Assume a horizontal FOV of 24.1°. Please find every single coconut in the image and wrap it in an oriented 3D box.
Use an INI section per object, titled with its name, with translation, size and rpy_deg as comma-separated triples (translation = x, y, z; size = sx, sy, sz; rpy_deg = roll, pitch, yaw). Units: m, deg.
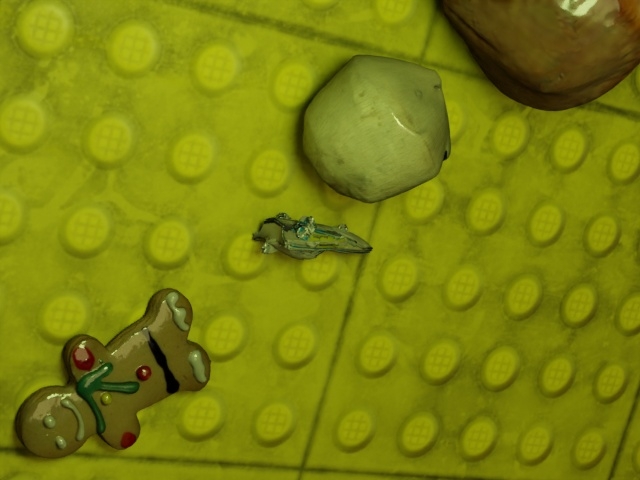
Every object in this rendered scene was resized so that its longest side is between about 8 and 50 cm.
[coconut]
translation = 0.090, -0.161, 2.143
size = 0.224, 0.224, 0.224
rpy_deg = -11, 112, -27

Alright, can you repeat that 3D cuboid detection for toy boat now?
[toy boat]
translation = 0.000, 0.000, 2.222
size = 0.210, 0.084, 0.066
rpy_deg = 10, 90, -39

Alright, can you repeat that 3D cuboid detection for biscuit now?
[biscuit]
translation = -0.293, 0.210, 2.136
size = 0.301, 0.049, 0.197
rpy_deg = -30, 118, -17

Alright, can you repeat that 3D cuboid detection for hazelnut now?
[hazelnut]
translation = 0.344, -0.372, 2.166
size = 0.372, 0.315, 0.372
rpy_deg = -16, 109, -57
